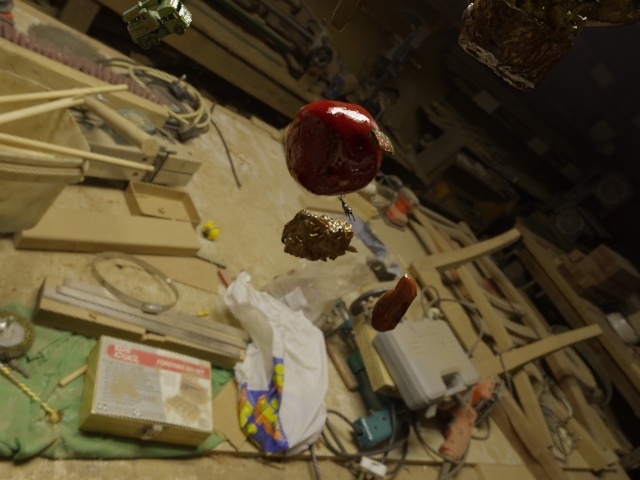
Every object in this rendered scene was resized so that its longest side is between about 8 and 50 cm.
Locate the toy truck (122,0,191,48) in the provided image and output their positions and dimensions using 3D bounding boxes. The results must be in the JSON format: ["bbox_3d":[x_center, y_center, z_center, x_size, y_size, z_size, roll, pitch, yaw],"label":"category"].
[{"bbox_3d":[-0.432,-0.579,1.334,0.100,0.168,0.077,54,29,-50],"label":"toy truck"}]

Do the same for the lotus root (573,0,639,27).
[{"bbox_3d":[0.668,-0.573,1.189,0.169,0.141,0.314,-21,27,-23],"label":"lotus root"}]

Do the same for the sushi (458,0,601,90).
[{"bbox_3d":[0.356,-0.371,0.887,0.296,0.179,0.167,14,27,-42],"label":"sushi"}]

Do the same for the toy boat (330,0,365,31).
[{"bbox_3d":[0.081,-0.625,1.348,0.057,0.200,0.077,37,66,-8],"label":"toy boat"}]

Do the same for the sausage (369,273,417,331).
[{"bbox_3d":[0.202,0.172,1.380,0.089,0.179,0.089,29,22,-12],"label":"sausage"}]

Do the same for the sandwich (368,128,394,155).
[{"bbox_3d":[0.189,-0.306,1.592,0.101,0.026,0.069,20,53,-34],"label":"sandwich"}]

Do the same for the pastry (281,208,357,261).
[{"bbox_3d":[0.000,0.000,1.428,0.102,0.154,0.250,38,14,37],"label":"pastry"}]

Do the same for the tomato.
[{"bbox_3d":[0.045,-0.307,1.736,0.293,0.325,0.290,4,11,-32],"label":"tomato"}]

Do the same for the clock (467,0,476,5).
[{"bbox_3d":[0.585,-0.826,1.734,0.144,0.073,0.193,15,-12,33],"label":"clock"}]

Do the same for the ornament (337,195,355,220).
[{"bbox_3d":[0.101,-0.135,2.023,0.073,0.028,0.125,54,-9,49],"label":"ornament"}]
